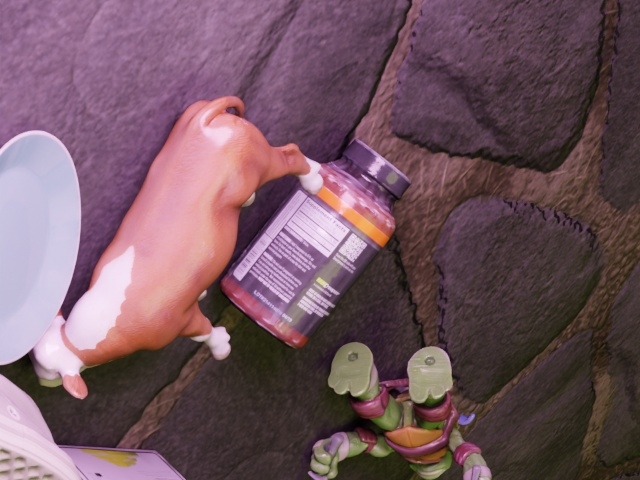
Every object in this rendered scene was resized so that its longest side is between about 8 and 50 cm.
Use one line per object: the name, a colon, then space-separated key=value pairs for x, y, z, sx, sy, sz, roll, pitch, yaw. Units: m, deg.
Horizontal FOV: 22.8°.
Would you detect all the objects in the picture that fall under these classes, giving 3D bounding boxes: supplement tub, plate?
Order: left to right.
plate: x=-0.244 y=0.005 z=1.251 sx=0.188 sy=0.024 sz=0.188 roll=10 pitch=90 yaw=-72
supplement tub: x=0.000 y=0.000 z=1.521 sx=0.198 sy=0.106 sz=0.106 roll=-51 pitch=148 yaw=0

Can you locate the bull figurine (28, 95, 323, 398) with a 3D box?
bull figurine: x=-0.128 y=0.017 z=1.390 sx=0.310 sy=0.101 sz=0.188 roll=-56 pitch=151 yaw=13

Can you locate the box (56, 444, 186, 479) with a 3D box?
box: x=-0.257 y=0.343 z=1.567 sx=0.169 sy=0.087 sz=0.290 roll=13 pitch=112 yaw=-55

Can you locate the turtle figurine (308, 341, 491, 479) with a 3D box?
turtle figurine: x=0.091 y=0.251 z=1.804 sx=0.275 sy=0.198 sz=0.266 roll=-42 pitch=143 yaw=-19

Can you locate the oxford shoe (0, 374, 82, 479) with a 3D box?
oxford shoe: x=-0.349 y=0.106 z=1.195 sx=0.169 sy=0.130 sz=0.449 roll=-40 pitch=133 yaw=4
